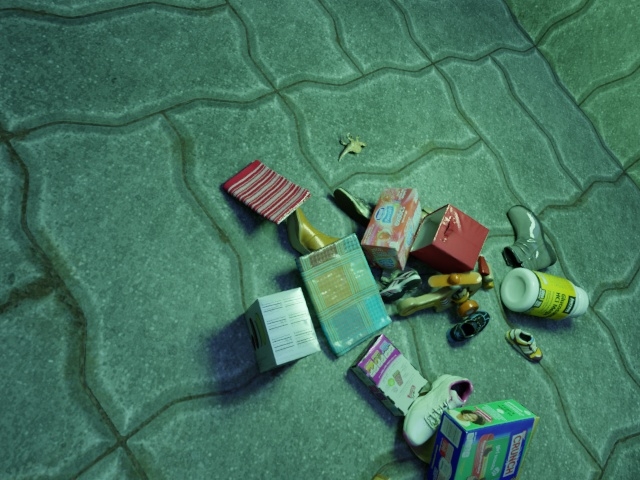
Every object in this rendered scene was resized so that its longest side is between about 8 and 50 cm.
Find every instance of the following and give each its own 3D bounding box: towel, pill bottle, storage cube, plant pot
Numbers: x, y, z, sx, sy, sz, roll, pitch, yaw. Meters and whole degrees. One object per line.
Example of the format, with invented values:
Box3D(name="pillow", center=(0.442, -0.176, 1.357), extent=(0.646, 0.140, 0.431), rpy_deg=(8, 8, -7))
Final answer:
Box3D(name="towel", center=(0.310, 0.139, 1.657), extent=(0.148, 0.027, 0.110), rpy_deg=(22, 62, -13))
Box3D(name="towel", center=(0.089, 0.187, 1.481), extent=(0.271, 0.040, 0.370), rpy_deg=(-24, 94, -29))
Box3D(name="pill bottle", center=(0.970, 0.238, 1.798), extent=(0.333, 0.188, 0.188), rpy_deg=(12, 63, -17))
Box3D(name="storage cube", center=(0.486, 0.005, 1.594), extent=(0.193, 0.215, 0.184), rpy_deg=(31, 72, -8))
Box3D(name="towel", center=(-0.198, -0.184, 1.527), extent=(0.274, 0.031, 0.199), rpy_deg=(33, 57, 20))
Box3D(name="plant pot", center=(0.388, 0.651, 1.461), extent=(0.236, 0.032, 0.236), rpy_deg=(9, 64, -19))

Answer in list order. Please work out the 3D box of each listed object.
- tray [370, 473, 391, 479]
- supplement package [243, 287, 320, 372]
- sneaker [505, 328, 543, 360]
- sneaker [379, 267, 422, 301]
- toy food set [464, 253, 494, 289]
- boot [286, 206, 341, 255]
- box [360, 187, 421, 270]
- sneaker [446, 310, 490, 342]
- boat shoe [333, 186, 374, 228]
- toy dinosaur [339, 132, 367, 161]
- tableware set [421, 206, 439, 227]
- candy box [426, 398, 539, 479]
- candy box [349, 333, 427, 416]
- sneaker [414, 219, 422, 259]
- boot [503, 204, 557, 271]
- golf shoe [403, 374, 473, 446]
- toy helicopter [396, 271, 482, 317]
Box3D(name="tray", center=(0.219, 0.927, 1.208), extent=(0.202, 0.076, 0.411), rpy_deg=(-32, 93, -31))
Box3D(name="supplement package", center=(-0.127, 0.283, 1.309), extent=(0.149, 0.194, 0.203), rpy_deg=(-11, 72, -27))
Box3D(name="sneaker", center=(0.862, 0.434, 1.727), extent=(0.185, 0.084, 0.070), rpy_deg=(34, 59, -5))
Box3D(name="sneaker", center=(0.297, 0.166, 1.575), extent=(0.072, 0.178, 0.077), rpy_deg=(48, 25, -34))
Box3D(name="toy food set", center=(0.644, 0.118, 1.764), extent=(0.232, 0.111, 0.105), rpy_deg=(15, 51, -15))
Box3D(name="boot", center=(0.001, 0.000, 1.555), extent=(0.211, 0.104, 0.295), rpy_deg=(-7, 76, -31))
Box3D(name="box", center=(0.285, -0.049, 1.631), extent=(0.142, 0.154, 0.300), rpy_deg=(7, 56, 29))
Box3D(name="sneaker", center=(0.610, 0.337, 1.658), extent=(0.232, 0.090, 0.081), rpy_deg=(-23, 78, -29))
Box3D(name="boat shoe", center=(0.148, -0.138, 1.686), extent=(0.223, 0.080, 0.073), rpy_deg=(43, 53, -7))
Box3D(name="toy dinosaur", center=(0.134, -0.415, 1.813), extent=(0.183, 0.053, 0.093), rpy_deg=(-32, 84, -31))
Box3D(name="tableware set", center=(0.489, -0.094, 1.792), extent=(0.168, 0.020, 0.141), rpy_deg=(39, 33, 26))
Box3D(name="candy box", center=(0.532, 0.682, 1.372), extent=(0.317, 0.122, 0.268), rpy_deg=(1, 106, -26))
Box3D(name="candy box", center=(0.238, 0.467, 1.455), extent=(0.233, 0.071, 0.159), rpy_deg=(47, 58, 3))
Box3D(name="sneaker", center=(0.474, -0.031, 1.765), extent=(0.270, 0.090, 0.145), rpy_deg=(-22, 80, -27))
Box3D(name="boot", center=(0.931, 0.003, 1.936), extent=(0.222, 0.118, 0.338), rpy_deg=(-19, 72, -23))
Box3D(name="golf shoe", center=(0.397, 0.562, 1.405), extent=(0.306, 0.140, 0.115), rpy_deg=(-38, 87, -30))
Box3D(name="toy helicopter", center=(0.455, 0.208, 1.577), extent=(0.354, 0.235, 0.140), rpy_deg=(-14, 54, -16))
